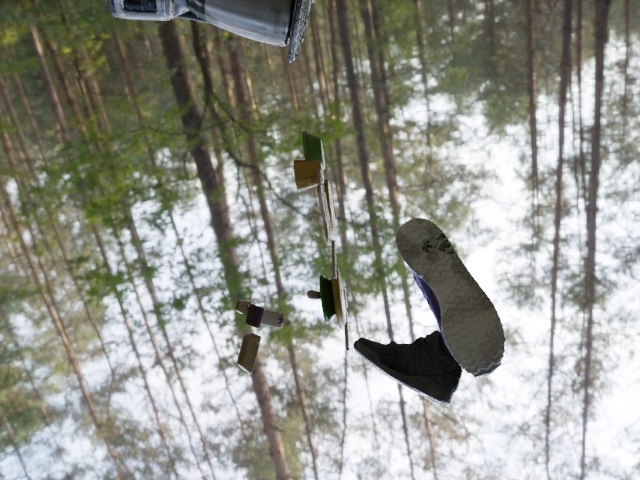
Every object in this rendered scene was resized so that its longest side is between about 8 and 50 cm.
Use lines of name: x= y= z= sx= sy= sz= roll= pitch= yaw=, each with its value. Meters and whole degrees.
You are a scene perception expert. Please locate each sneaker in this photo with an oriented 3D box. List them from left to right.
sneaker: x=0.179 y=0.221 z=1.436 sx=0.227 sy=0.087 sz=0.130 roll=21 pitch=-106 yaw=32
sneaker: x=0.236 y=0.097 z=1.292 sx=0.102 sy=0.293 sz=0.146 roll=-27 pitch=170 yaw=6

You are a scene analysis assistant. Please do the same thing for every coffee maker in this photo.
coffee maker: x=-0.093 y=-0.254 z=0.686 sx=0.178 sy=0.120 sz=0.171 roll=13 pitch=-156 yaw=-1

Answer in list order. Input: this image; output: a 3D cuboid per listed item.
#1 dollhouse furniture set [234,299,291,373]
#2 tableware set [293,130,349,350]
dollhouse furniture set: x=-0.106 y=0.170 z=1.269 sx=0.081 sy=0.114 sz=0.091 roll=17 pitch=176 yaw=-37
tableware set: x=0.000 y=0.000 z=0.555 sx=0.024 sy=0.154 sz=0.104 roll=-8 pitch=-147 yaw=5
